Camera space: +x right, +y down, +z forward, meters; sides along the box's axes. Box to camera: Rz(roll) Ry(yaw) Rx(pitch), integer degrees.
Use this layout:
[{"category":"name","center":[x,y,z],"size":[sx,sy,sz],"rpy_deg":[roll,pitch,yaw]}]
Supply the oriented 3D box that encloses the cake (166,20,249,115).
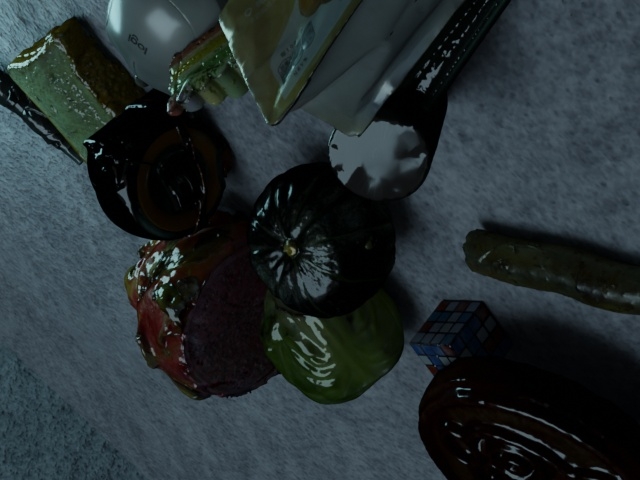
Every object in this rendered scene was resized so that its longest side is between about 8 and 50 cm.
[{"category":"cake","center":[-0.094,-0.228,1.742],"size":[0.225,0.109,0.090],"rpy_deg":[-29,132,31]}]

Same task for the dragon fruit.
[{"category":"dragon fruit","center":[-0.200,0.100,2.266],"size":[0.263,0.296,0.314],"rpy_deg":[22,140,39]}]

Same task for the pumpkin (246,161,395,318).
[{"category":"pumpkin","center":[0.000,0.000,1.949],"size":[0.220,0.162,0.220],"rpy_deg":[6,100,32]}]

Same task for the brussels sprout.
[{"category":"brussels sprout","center":[0.012,0.136,2.141],"size":[0.244,0.244,0.244],"rpy_deg":[31,152,19]}]

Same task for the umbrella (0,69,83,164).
[{"category":"umbrella","center":[-0.493,-0.219,2.416],"size":[0.235,0.059,0.066],"rpy_deg":[40,177,-3]}]

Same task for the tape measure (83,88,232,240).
[{"category":"tape measure","center":[-0.243,-0.107,2.101],"size":[0.135,0.202,0.223],"rpy_deg":[12,137,49]}]

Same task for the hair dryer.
[{"category":"hair dryer","center":[0.137,-0.210,1.545],"size":[0.116,0.244,0.302],"rpy_deg":[35,121,-8]}]

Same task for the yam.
[{"category":"yam","center":[0.315,0.042,1.747],"size":[0.317,0.067,0.071],"rpy_deg":[14,173,41]}]

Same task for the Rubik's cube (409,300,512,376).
[{"category":"Rubik's cube","center":[0.206,0.151,2.026],"size":[0.092,0.092,0.092],"rpy_deg":[-1,132,53]}]

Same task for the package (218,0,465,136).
[{"category":"package","center":[0.060,-0.266,1.395],"size":[0.165,0.311,0.221],"rpy_deg":[18,-148,-35]}]

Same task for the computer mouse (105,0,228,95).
[{"category":"computer mouse","center":[-0.215,-0.277,1.897],"size":[0.184,0.121,0.297],"rpy_deg":[39,152,-1]}]

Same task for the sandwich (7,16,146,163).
[{"category":"sandwich","center":[-0.373,-0.222,2.220],"size":[0.251,0.087,0.226],"rpy_deg":[51,153,-19]}]

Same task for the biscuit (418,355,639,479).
[{"category":"biscuit","center":[0.316,0.326,1.961],"size":[0.407,0.091,0.407],"rpy_deg":[27,148,18]}]
